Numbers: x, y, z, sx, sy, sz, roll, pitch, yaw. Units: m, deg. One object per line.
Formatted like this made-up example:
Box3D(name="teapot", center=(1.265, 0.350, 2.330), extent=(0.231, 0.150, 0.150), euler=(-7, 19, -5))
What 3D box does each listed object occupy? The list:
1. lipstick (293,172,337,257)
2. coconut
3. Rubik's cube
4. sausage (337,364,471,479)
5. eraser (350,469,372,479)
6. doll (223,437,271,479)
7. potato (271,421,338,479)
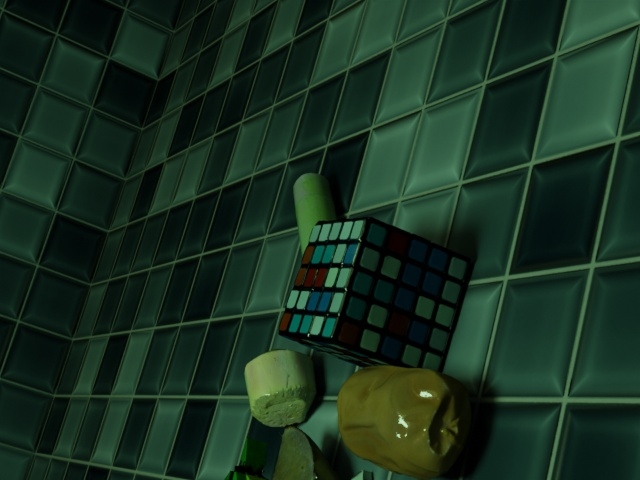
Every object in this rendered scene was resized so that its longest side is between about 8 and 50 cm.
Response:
Box3D(name="lipstick", center=(0.000, 0.000, 1.953), extent=(0.076, 0.076, 0.304), euler=(-53, 28, 29))
Box3D(name="coconut", center=(-0.066, 0.232, 1.844), extent=(0.116, 0.116, 0.122), euler=(-48, 36, 36))
Box3D(name="Rubik's cube", center=(0.074, 0.082, 1.601), extent=(0.187, 0.184, 0.182), euler=(-3, 67, 65))
Box3D(name="sausage", center=(0.105, 0.234, 1.486), extent=(0.241, 0.120, 0.136), euler=(1, 64, 64))
Box3D(name="eraser", center=(0.059, 0.368, 1.587), extent=(0.038, 0.019, 0.083), euler=(-48, 30, 39))
Box3D(name="doll", center=(-0.104, 0.416, 1.770), extent=(0.134, 0.106, 0.186), euler=(-63, 25, 12))
Box3D(name="potato", center=(-0.019, 0.385, 1.641), extent=(0.138, 0.098, 0.243), euler=(-25, 39, 49))
